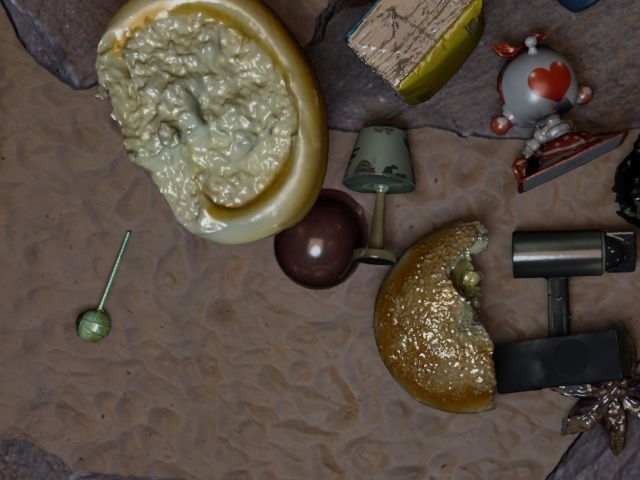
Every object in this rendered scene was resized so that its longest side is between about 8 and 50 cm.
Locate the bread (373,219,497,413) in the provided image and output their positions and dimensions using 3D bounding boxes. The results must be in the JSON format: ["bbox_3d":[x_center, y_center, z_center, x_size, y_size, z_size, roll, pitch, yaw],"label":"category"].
[{"bbox_3d":[0.180,0.128,1.803,0.192,0.171,0.314,-3,94,2],"label":"bread"}]

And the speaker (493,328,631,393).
[{"bbox_3d":[0.381,0.194,1.790,0.218,0.044,0.082,-12,77,37],"label":"speaker"}]

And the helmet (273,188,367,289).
[{"bbox_3d":[0.000,0.000,1.844,0.155,0.106,0.175,39,94,1],"label":"helmet"}]

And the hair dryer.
[{"bbox_3d":[0.413,0.102,1.829,0.195,0.078,0.248,-1,107,12],"label":"hair dryer"}]

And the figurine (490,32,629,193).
[{"bbox_3d":[0.348,-0.219,1.776,0.183,0.160,0.226,-26,83,7],"label":"figurine"}]

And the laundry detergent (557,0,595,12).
[{"bbox_3d":[0.418,-0.420,1.668,0.094,0.290,0.143,44,96,1],"label":"laundry detergent"}]

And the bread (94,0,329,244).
[{"bbox_3d":[-0.174,-0.193,1.764,0.329,0.245,0.424,-27,90,-20],"label":"bread"}]

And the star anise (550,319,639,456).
[{"bbox_3d":[0.462,0.250,1.825,0.197,0.073,0.212,-41,97,10],"label":"star anise"}]

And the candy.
[{"bbox_3d":[-0.363,0.078,1.921,0.061,0.061,0.202,20,89,4],"label":"candy"}]

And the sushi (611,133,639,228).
[{"bbox_3d":[0.578,-0.076,1.719,0.238,0.219,0.225,9,100,6],"label":"sushi"}]

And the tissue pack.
[{"bbox_3d":[0.155,-0.314,1.717,0.134,0.271,0.192,44,98,5],"label":"tissue pack"}]

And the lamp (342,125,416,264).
[{"bbox_3d":[0.092,-0.072,1.807,0.121,0.121,0.215,6,80,5],"label":"lamp"}]
